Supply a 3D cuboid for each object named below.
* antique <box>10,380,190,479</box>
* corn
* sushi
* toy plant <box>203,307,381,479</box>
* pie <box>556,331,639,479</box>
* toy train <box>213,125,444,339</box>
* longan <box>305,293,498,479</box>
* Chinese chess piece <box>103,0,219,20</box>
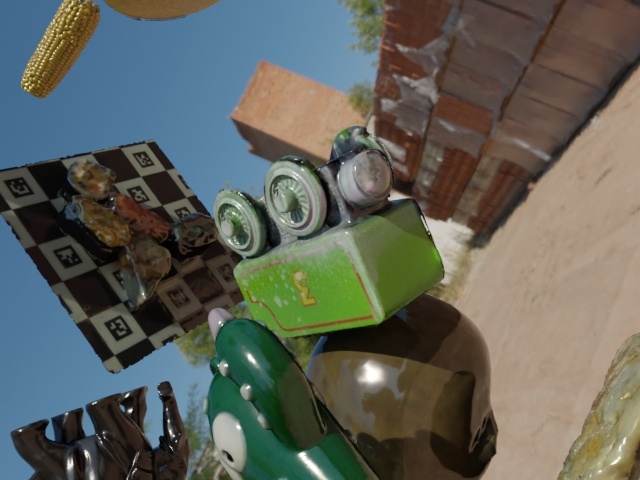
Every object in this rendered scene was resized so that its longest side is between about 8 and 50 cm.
[{"bbox_3d":[-0.420,0.443,1.278,0.322,0.255,0.185,-18,-11,-25],"label":"antique"},{"bbox_3d":[-0.600,-0.447,1.476,0.260,0.091,0.091,-53,-35,9],"label":"corn"},{"bbox_3d":[-0.269,-0.020,0.987,0.064,0.343,0.359,-41,-7,33],"label":"sushi"},{"bbox_3d":[-0.040,0.188,0.615,0.112,0.243,0.233,-29,-23,-29],"label":"toy plant"},{"bbox_3d":[0.343,0.261,0.777,0.339,0.077,0.339,-44,-33,-38],"label":"pie"},{"bbox_3d":[0.000,0.000,0.874,0.173,0.249,0.307,-28,7,-41],"label":"toy train"},{"bbox_3d":[0.123,0.235,0.964,0.319,0.318,0.319,24,-90,-82],"label":"longan"},{"bbox_3d":[-0.247,-0.456,1.028,0.251,0.250,0.097,27,-135,-82],"label":"Chinese chess piece"}]
